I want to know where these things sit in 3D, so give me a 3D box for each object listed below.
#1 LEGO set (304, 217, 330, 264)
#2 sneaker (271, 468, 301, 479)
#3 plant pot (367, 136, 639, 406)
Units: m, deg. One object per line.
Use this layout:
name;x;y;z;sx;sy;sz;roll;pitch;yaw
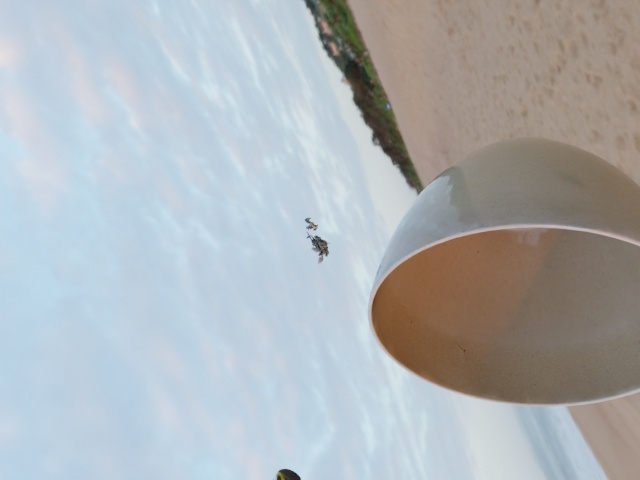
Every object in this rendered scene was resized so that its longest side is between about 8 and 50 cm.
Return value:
LEGO set;-0.001;-0.002;0.905;0.054;0.023;0.083;34;-148;-60
sneaker;-0.021;0.208;0.436;0.031;0.035;0.083;13;-136;-31
plant pot;0.200;0.011;0.598;0.284;0.284;0.191;58;-146;-41
